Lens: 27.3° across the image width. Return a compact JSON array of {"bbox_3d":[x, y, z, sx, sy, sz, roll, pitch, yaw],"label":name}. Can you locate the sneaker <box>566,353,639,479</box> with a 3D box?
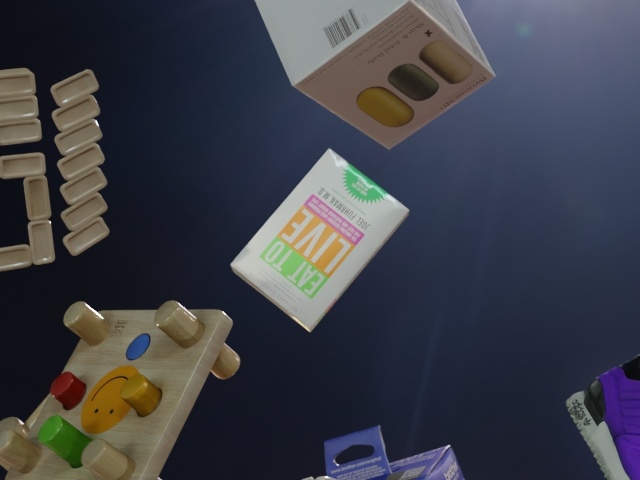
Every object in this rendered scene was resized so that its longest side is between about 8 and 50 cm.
[{"bbox_3d":[0.355,0.200,1.322,0.146,0.293,0.102,-40,-63,10],"label":"sneaker"}]

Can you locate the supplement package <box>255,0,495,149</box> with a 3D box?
[{"bbox_3d":[0.075,-0.295,1.848,0.199,0.198,0.263,-34,-31,20],"label":"supplement package"}]

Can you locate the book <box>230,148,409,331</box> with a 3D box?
[{"bbox_3d":[0.000,0.000,1.219,0.144,0.096,0.035,-51,-11,-9],"label":"book"}]

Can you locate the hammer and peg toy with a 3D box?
[{"bbox_3d":[-0.279,0.188,1.604,0.361,0.266,0.127,-2,-37,45],"label":"hammer and peg toy"}]

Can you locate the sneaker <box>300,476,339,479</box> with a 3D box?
[{"bbox_3d":[-0.017,0.221,0.923,0.170,0.071,0.068,-18,-46,-59],"label":"sneaker"}]

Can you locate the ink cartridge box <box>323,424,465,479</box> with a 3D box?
[{"bbox_3d":[0.107,0.476,1.926,0.270,0.395,0.151,-21,4,24],"label":"ink cartridge box"}]

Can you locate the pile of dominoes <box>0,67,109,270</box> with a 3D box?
[{"bbox_3d":[-0.373,-0.091,1.676,0.196,0.251,0.040,-8,17,-19],"label":"pile of dominoes"}]
